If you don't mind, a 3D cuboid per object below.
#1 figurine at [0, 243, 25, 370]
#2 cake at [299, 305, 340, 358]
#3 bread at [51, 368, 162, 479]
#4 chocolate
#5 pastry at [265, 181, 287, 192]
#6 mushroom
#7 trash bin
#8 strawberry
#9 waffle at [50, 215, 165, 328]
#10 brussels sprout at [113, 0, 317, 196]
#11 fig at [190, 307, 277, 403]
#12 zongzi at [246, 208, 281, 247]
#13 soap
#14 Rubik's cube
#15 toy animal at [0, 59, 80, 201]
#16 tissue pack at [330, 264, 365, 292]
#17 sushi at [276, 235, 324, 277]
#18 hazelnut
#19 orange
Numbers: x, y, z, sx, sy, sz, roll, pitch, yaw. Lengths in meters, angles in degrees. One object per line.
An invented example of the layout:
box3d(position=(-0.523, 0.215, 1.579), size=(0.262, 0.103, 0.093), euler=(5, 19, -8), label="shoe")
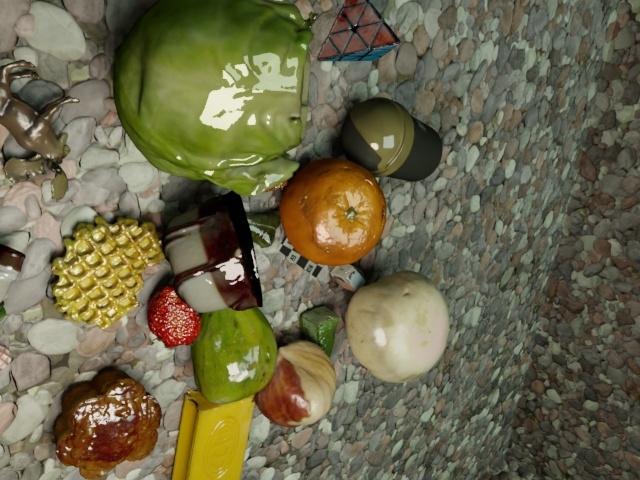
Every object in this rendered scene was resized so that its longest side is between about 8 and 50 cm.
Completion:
box3d(position=(-0.656, 0.171, 0.942), size=(0.281, 0.167, 0.370), euler=(38, 74, -52), label="figurine")
box3d(position=(0.003, 0.321, 1.708), size=(0.099, 0.100, 0.236), euler=(-26, 127, -33), label="cake")
box3d(position=(-0.497, 0.422, 1.246), size=(0.232, 0.135, 0.247), euler=(-15, 121, -39), label="bread")
box3d(position=(-0.246, 0.039, 1.198), size=(0.186, 0.284, 0.284), euler=(-13, 122, -14), label="chocolate")
box3d(position=(-0.137, -0.161, 1.342), size=(0.169, 0.063, 0.087), euler=(-10, 115, -40), label="pastry")
box3d(position=(0.223, 0.246, 1.685), size=(0.353, 0.353, 0.325), euler=(-49, 148, -13), label="mushroom")
box3d(position=(0.187, -0.273, 1.499), size=(0.333, 0.214, 0.214), euler=(4, 108, -54), label="trash bin")
box3d(position=(-0.347, 0.176, 1.275), size=(0.131, 0.131, 0.148), euler=(-2, 94, -44), label="strawberry")
box3d(position=(-0.451, 0.071, 1.165), size=(0.249, 0.056, 0.253), euler=(-6, 113, -42), label="waffle")
box3d(position=(-0.201, -0.288, 1.023), size=(0.360, 0.343, 0.425), euler=(2, 153, -7), label="brussels sprout")
box3d(position=(-0.214, 0.253, 1.366), size=(0.233, 0.233, 0.314), euler=(-11, 124, -41), label="fig")
box3d(position=(-0.170, -0.069, 1.387), size=(0.154, 0.062, 0.131), euler=(36, 62, -32), label="zongzi")
box3d(position=(-0.303, 0.568, 1.543), size=(0.204, 0.096, 0.325), euler=(-5, 114, -42), label="soap")
box3d(position=(0.122, -0.538, 1.403), size=(0.178, 0.211, 0.191), euler=(15, 75, -69), label="Rubik's cube")
box3d(position=(-0.509, -0.190, 0.955), size=(0.214, 0.093, 0.186), euler=(43, 75, -40), label="toy animal")
box3d(position=(0.089, 0.116, 1.706), size=(0.059, 0.074, 0.094), euler=(-57, 137, -15), label="tissue pack")
box3d(position=(0.000, 0.000, 1.572), size=(0.192, 0.050, 0.215), euler=(-56, 138, -6), label="sushi")
box3d(position=(-0.076, 0.411, 1.570), size=(0.261, 0.261, 0.241), euler=(-39, 108, -23), label="hazelnut")
box3d(position=(0.033, -0.072, 1.415), size=(0.283, 0.226, 0.284), euler=(-1, 93, -20), label="orange")
